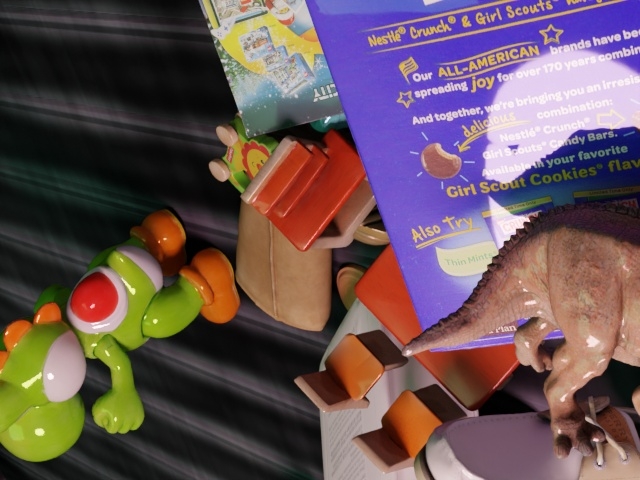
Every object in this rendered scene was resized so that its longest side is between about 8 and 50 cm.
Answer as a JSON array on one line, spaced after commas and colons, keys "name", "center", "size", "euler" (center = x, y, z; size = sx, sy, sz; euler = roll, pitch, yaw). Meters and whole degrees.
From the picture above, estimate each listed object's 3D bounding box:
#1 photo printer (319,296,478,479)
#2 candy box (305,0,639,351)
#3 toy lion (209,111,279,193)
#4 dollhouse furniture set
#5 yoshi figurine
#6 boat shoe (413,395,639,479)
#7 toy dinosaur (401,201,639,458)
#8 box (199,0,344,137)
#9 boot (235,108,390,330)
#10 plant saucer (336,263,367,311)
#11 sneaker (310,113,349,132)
[{"name": "photo printer", "center": [0.076, 0.216, 1.323], "size": [0.256, 0.107, 0.308], "euler": [115, 155, -56]}, {"name": "candy box", "center": [0.163, -0.096, 0.910], "size": [0.268, 0.122, 0.317], "euler": [-8, 120, 22]}, {"name": "toy lion", "center": [-0.060, -0.070, 1.297], "size": [0.096, 0.034, 0.100], "euler": [45, 151, 14]}, {"name": "dollhouse furniture set", "center": [0.065, 0.027, 1.134], "size": [0.259, 0.135, 0.262], "euler": [45, 108, 22]}, {"name": "yoshi figurine", "center": [-0.278, 0.135, 1.644], "size": [0.203, 0.362, 0.203], "euler": [-11, 112, 57]}, {"name": "boat shoe", "center": [0.215, 0.174, 1.098], "size": [0.103, 0.302, 0.113], "euler": [-55, 42, 34]}, {"name": "toy dinosaur", "center": [0.204, 0.024, 0.827], "size": [0.295, 0.127, 0.200], "euler": [7, 122, 15]}, {"name": "box", "center": [0.019, -0.187, 1.094], "size": [0.233, 0.044, 0.159], "euler": [-11, 106, 29]}, {"name": "boot", "center": [0.000, 0.000, 1.393], "size": [0.236, 0.089, 0.270], "euler": [44, 149, 30]}, {"name": "plant saucer", "center": [0.047, 0.064, 1.460], "size": [0.083, 0.013, 0.083], "euler": [35, 144, 30]}, {"name": "sneaker", "center": [-0.039, -0.216, 1.199], "size": [0.275, 0.110, 0.107], "euler": [51, 150, 7]}]
